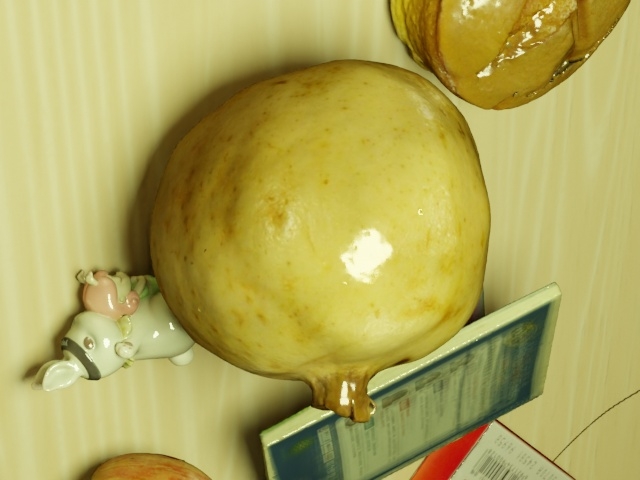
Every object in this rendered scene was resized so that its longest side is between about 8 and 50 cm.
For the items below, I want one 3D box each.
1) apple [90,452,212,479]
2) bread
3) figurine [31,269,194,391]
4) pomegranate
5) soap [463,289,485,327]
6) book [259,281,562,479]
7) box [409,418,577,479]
[{"bbox_3d":[-0.163,0.262,1.448,0.131,0.146,0.146,28,94,-13],"label":"apple"},{"bbox_3d":[0.189,-0.247,1.460,0.269,0.143,0.195,-49,131,-9],"label":"bread"},{"bbox_3d":[-0.188,0.074,1.399,0.146,0.081,0.098,-11,74,-26],"label":"figurine"},{"bbox_3d":[0.006,-0.018,1.343,0.307,0.307,0.307,-16,120,-30],"label":"pomegranate"},{"bbox_3d":[0.100,0.059,1.588,0.122,0.065,0.203,-20,123,-25],"label":"soap"},{"bbox_3d":[0.089,0.169,1.574,0.322,0.018,0.228,-26,152,-14],"label":"book"},{"bbox_3d":[0.202,0.278,1.777,0.229,0.050,0.123,37,89,-41],"label":"box"}]
